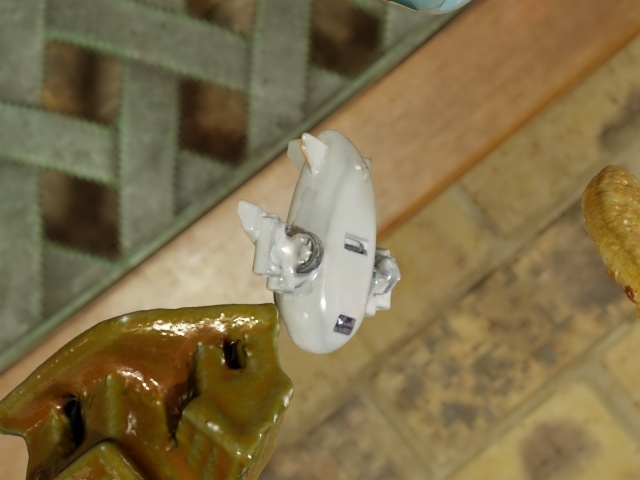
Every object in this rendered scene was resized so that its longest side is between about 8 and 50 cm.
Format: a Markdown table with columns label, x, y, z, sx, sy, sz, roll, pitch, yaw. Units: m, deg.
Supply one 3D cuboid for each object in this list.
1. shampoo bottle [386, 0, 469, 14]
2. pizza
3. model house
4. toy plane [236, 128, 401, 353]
| label | x | y | z | sx | sy | sz | roll | pitch | yaw |
| --- | --- | --- | --- | --- | --- | --- | --- | --- | --- |
| shampoo bottle | 0.001 | -0.373 | 1.430 | 0.331 | 0.343 | 0.331 | -56 | 161 | -31 |
| pizza | 0.277 | 0.030 | 1.546 | 0.127 | 0.246 | 0.058 | -4 | 134 | -43 |
| model house | -0.144 | 0.194 | 1.717 | 0.268 | 0.239 | 0.173 | -39 | 131 | 26 |
| toy plane | 0.000 | 0.000 | 2.062 | 0.117 | 0.244 | 0.245 | -2 | -168 | 38 |
